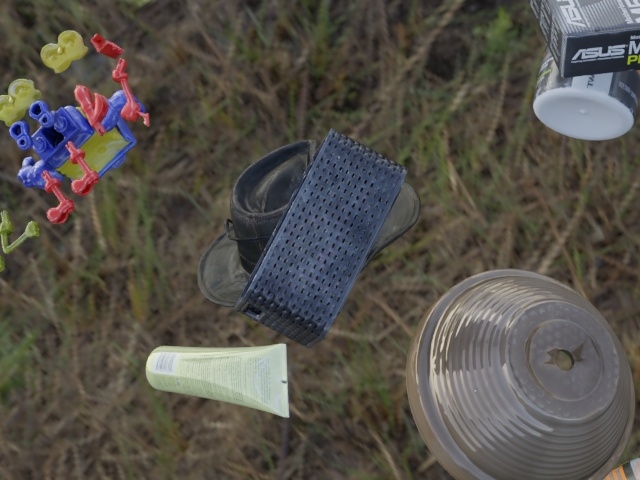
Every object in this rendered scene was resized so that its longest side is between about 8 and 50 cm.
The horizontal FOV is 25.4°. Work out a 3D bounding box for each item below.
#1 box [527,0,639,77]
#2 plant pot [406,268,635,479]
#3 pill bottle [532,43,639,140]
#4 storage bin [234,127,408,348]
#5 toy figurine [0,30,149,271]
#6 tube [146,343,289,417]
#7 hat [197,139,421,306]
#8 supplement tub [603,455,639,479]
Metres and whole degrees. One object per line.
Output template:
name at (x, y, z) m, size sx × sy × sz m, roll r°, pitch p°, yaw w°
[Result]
box at (0.355, -0.297, 1.662) m, size 0.216 × 0.060 × 0.270 m, roll -5°, pitch 41°, yaw -4°
plant pot at (0.211, 0.129, 1.364) m, size 0.237 × 0.110 × 0.237 m, roll 7°, pitch 67°, yaw -17°
pill bottle at (0.358, -0.263, 1.822) m, size 0.130 × 0.130 × 0.246 m, roll 4°, pitch 66°, yaw 28°
storage bin at (0.000, 0.000, 1.329) m, size 0.084 × 0.122 × 0.180 m, roll 29°, pitch 77°, yaw -3°
toy figurine at (-0.336, -0.094, 1.921) m, size 0.362 × 0.217 × 0.191 m, roll -44°, pitch 69°, yaw 13°
tube at (-0.127, 0.175, 1.846) m, size 0.240 × 0.070 × 0.062 m, roll 0°, pitch 45°, yaw 44°
hat at (-0.035, -0.050, 1.912) m, size 0.331 × 0.134 × 0.331 m, roll -17°, pitch 26°, yaw 8°
supplement tub at (0.384, 0.351, 1.650) m, size 0.316 × 0.193 × 0.194 m, roll -28°, pitch 51°, yaw 11°
